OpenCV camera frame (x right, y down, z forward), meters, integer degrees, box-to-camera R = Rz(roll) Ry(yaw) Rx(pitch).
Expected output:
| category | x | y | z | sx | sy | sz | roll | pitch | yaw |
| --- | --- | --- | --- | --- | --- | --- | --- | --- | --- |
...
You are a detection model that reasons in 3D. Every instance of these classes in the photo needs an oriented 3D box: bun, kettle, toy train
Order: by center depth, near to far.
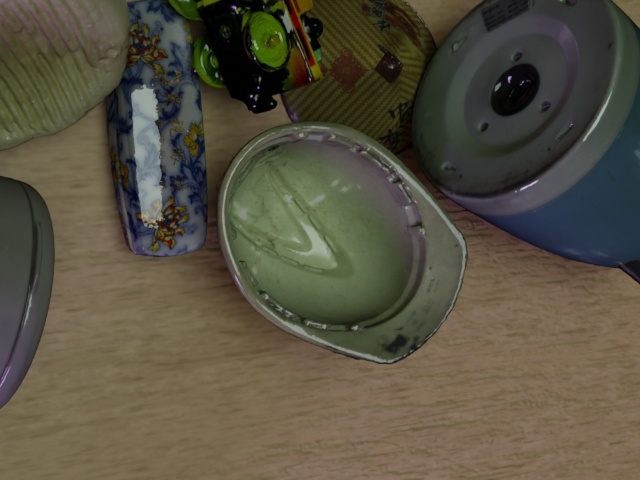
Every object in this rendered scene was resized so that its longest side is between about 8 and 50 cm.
| category | x | y | z | sx | sy | sz | roll | pitch | yaw |
| --- | --- | --- | --- | --- | --- | --- | --- | --- | --- |
| bun | -0.280 | -0.184 | 0.973 | 0.231 | 0.231 | 0.133 | -27 | 64 | -20 |
| toy train | -0.081 | -0.273 | 1.076 | 0.160 | 0.100 | 0.296 | -34 | 108 | -48 |
| kettle | 0.301 | -0.123 | 1.209 | 0.342 | 0.247 | 0.319 | 27 | 60 | -39 |

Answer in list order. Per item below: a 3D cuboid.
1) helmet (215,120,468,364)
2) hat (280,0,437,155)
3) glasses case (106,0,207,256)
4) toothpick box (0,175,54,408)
| category | x | y | z | sx | sy | sz | roll | pitch | yaw |
| --- | --- | --- | --- | --- | --- | --- | --- | --- | --- |
| helmet | 0.002 | 0.003 | 1.120 | 0.257 | 0.137 | 0.204 | 39 | 77 | -12 |
| hat | 0.059 | -0.177 | 1.172 | 0.193 | 0.082 | 0.193 | -1 | 92 | -24 |
| glasses case | -0.159 | -0.108 | 1.088 | 0.087 | 0.065 | 0.248 | -6 | 92 | -29 |
| toothpick box | -0.393 | 0.009 | 0.892 | 0.316 | 0.229 | 0.229 | 16 | 85 | -34 |
